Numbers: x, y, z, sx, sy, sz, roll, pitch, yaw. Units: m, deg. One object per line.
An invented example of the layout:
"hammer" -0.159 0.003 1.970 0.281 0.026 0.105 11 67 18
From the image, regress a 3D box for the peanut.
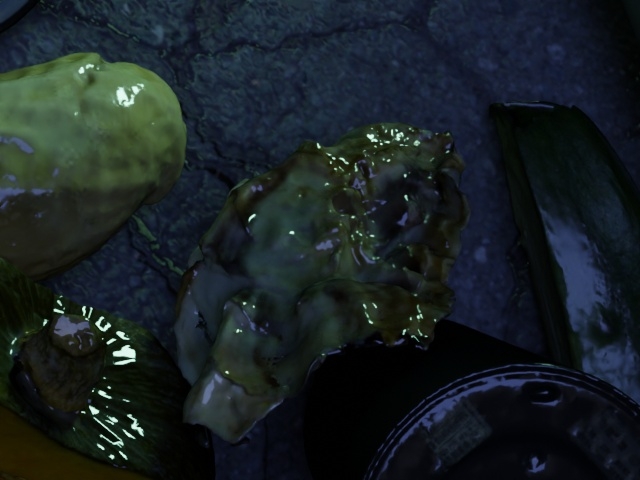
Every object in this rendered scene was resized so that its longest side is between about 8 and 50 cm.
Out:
"peanut" -0.262 -0.042 0.970 0.340 0.158 0.174 2 45 -17

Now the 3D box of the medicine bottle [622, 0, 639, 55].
"medicine bottle" 0.346 -0.248 1.091 0.238 0.238 0.232 -19 86 -15

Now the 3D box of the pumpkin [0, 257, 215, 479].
"pumpkin" -0.201 0.116 0.901 0.317 0.139 0.222 32 115 -29

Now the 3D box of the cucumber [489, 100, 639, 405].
"cucumber" 0.226 0.029 1.101 0.145 0.105 0.325 -12 83 -14

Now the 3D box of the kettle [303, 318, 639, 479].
"kettle" 0.122 0.169 0.936 0.262 0.308 0.203 23 91 -9

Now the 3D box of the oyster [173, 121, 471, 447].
"oyster" -0.003 -0.002 0.974 0.201 0.354 0.107 -13 115 20

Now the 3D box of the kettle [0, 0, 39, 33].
"kettle" -0.270 -0.247 1.002 0.236 0.161 0.221 -3 114 -13
